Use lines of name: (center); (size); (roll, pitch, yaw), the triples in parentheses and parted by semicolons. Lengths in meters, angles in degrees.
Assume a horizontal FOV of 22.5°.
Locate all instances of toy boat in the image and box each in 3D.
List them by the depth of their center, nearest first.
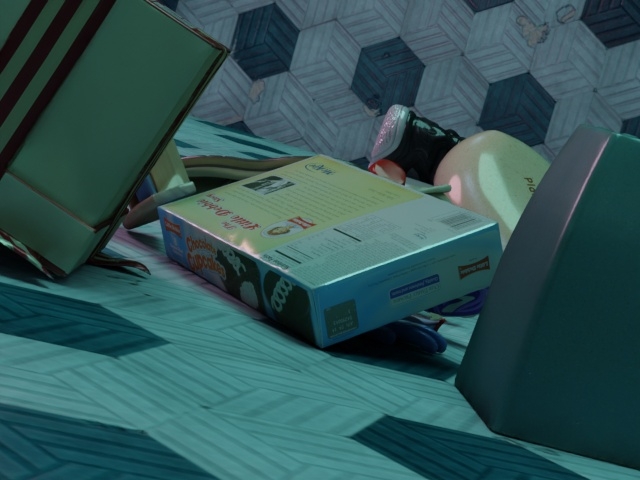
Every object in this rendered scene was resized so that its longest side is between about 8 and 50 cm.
toy boat: (0.166, -0.020, 1.945); (0.318, 0.148, 0.267); (7, 47, -24)

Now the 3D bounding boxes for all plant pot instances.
plant pot: (0.225, 0.037, 1.241); (0.166, 0.234, 0.165); (14, 6, -7)

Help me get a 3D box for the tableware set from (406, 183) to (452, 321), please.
tableware set: (0.083, 0.006, 1.659); (0.141, 0.168, 0.020); (-2, -25, -24)

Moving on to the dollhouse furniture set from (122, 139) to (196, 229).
dollhouse furniture set: (-0.325, -0.072, 1.636); (0.303, 0.198, 0.286); (-20, -4, -21)

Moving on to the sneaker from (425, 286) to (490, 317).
sneaker: (0.083, 0.043, 1.528); (0.170, 0.068, 0.071); (9, 17, 10)

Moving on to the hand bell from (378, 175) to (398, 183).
hand bell: (-0.028, 0.002, 1.674); (0.242, 0.126, 0.126); (-6, 18, -37)

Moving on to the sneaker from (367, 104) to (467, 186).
sneaker: (0.142, -0.077, 2.281); (0.153, 0.101, 0.268); (18, -32, 5)

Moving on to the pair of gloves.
pair of gloves: (0.042, 0.066, 1.503); (0.159, 0.023, 0.198); (16, 5, 3)

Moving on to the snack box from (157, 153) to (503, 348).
snack box: (0.000, 0.000, 1.466); (0.187, 0.060, 0.322); (-19, 22, -24)

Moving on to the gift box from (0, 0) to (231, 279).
gift box: (-0.224, -0.106, 1.352); (0.276, 0.258, 0.255); (36, 5, 2)

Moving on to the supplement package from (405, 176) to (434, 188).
supplement package: (0.102, -0.029, 2.123); (0.105, 0.105, 0.179); (16, 7, 5)

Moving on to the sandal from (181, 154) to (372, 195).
sandal: (-0.086, -0.049, 1.848); (0.303, 0.086, 0.120); (1, -5, 27)
